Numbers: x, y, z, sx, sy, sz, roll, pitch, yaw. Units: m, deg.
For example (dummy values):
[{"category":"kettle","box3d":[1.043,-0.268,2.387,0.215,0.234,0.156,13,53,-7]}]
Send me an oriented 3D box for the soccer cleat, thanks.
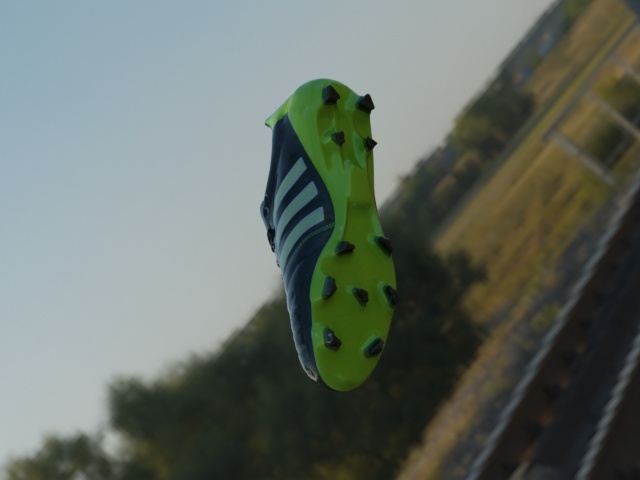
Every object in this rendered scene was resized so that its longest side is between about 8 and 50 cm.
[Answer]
[{"category":"soccer cleat","box3d":[0.000,0.000,0.913,0.072,0.060,0.179,-29,55,47]}]
